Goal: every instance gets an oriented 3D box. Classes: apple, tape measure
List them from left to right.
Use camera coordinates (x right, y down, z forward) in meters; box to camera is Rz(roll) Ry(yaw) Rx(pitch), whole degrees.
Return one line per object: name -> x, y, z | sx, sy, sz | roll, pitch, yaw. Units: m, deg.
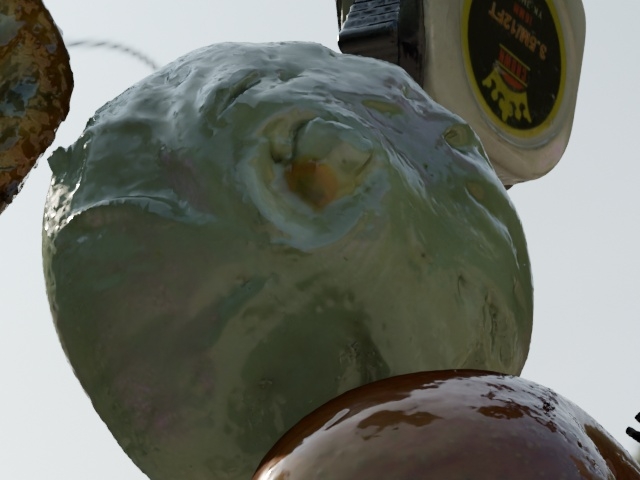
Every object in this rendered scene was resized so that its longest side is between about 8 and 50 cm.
tape measure -> 0.093, -0.159, 1.584 | 0.133, 0.231, 0.271 | -4, -27, 38
apple -> 0.072, 0.152, 0.815 | 0.173, 0.210, 0.235 | -32, -20, 6

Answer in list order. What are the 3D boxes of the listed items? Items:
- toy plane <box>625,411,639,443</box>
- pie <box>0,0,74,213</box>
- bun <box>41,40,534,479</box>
toy plane -> 0.209, 0.129, 0.985 | 0.031, 0.121, 0.049 | -49, -12, 17
pie -> -0.343, -0.133, 1.591 | 0.315, 0.315, 0.092 | 0, -6, -37
bun -> 0.000, 0.000, 1.002 | 0.283, 0.283, 0.179 | -3, -28, -33
